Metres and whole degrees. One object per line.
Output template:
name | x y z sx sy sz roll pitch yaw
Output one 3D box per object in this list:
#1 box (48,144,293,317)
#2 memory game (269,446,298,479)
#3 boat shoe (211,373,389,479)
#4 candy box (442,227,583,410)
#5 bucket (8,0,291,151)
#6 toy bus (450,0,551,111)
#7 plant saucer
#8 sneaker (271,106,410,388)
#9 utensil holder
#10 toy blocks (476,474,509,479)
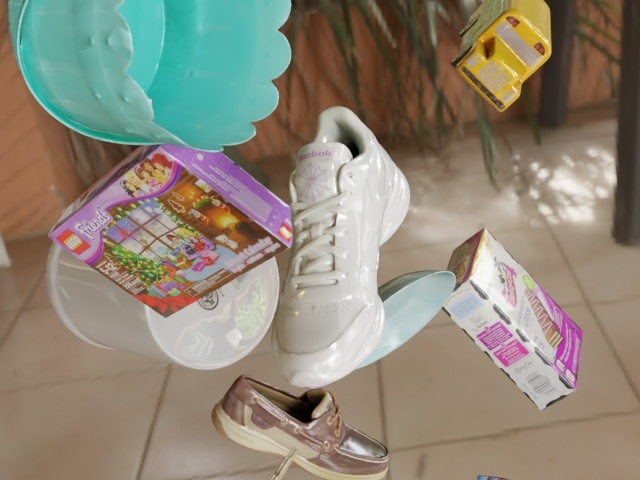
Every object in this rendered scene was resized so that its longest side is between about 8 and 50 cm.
box | -0.190 -0.017 1.374 0.293 0.201 0.057 -30 30 45
memory game | -0.086 0.385 1.612 0.012 0.186 0.186 34 33 6
boat shoe | -0.012 0.315 1.868 0.342 0.123 0.123 24 19 -20
candy box | 0.283 0.113 1.602 0.071 0.233 0.159 -39 12 31
bucket | -0.178 -0.231 1.148 0.183 0.281 0.281 7 27 33
toy bus | 0.305 -0.328 1.792 0.130 0.108 0.332 -41 11 25
plant saucer | 0.090 0.094 1.423 0.195 0.195 0.037 -24 62 -30
sneaker | 0.000 0.000 1.046 0.114 0.152 0.305 -9 44 24
utensil holder | -0.316 0.082 2.167 0.328 0.327 0.385 -26 20 -33
toy blocks | 0.330 0.443 1.453 0.382 0.190 0.261 3 35 22
